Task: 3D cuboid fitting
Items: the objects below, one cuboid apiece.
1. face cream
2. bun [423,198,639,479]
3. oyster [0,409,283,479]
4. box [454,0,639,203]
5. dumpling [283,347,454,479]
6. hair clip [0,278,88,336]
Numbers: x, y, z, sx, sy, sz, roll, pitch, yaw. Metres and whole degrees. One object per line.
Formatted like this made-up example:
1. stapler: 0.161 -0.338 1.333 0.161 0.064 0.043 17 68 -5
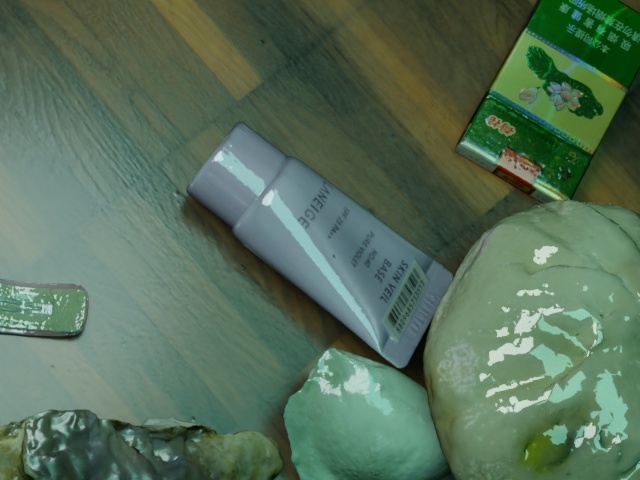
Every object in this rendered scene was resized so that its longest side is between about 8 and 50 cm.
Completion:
1. face cream: 0.000 0.000 1.650 0.274 0.096 0.154 37 41 -5
2. bun: 0.279 0.133 1.576 0.365 0.219 0.365 10 69 -27
3. oyster: -0.201 0.222 1.553 0.341 0.110 0.166 19 80 -19
4. box: 0.251 -0.161 1.762 0.132 0.034 0.235 31 74 -2
5. dumpling: 0.057 0.192 1.624 0.217 0.149 0.104 27 37 -22
6. hair clip: -0.294 0.063 1.619 0.137 0.022 0.054 5 76 -9
